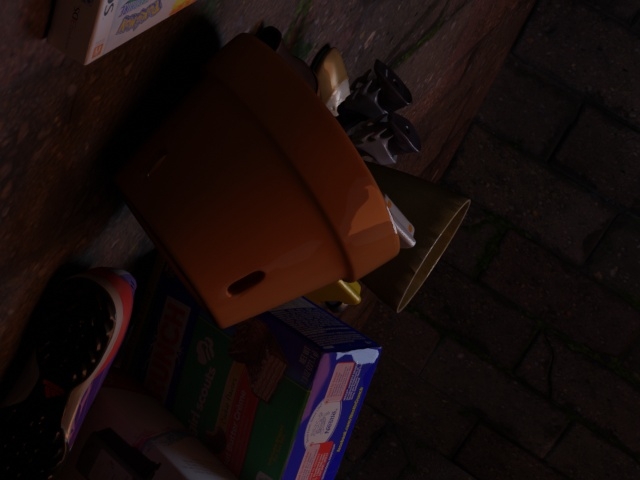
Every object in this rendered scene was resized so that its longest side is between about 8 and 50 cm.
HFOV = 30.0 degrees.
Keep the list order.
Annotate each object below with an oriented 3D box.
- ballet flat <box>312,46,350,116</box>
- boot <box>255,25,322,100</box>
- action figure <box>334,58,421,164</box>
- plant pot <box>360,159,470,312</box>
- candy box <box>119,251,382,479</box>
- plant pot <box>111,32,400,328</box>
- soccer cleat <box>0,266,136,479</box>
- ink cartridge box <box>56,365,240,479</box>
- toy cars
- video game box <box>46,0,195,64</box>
[{"bbox_3d":[0.012,-0.189,1.765,0.080,0.073,0.232,-50,168,-36],"label":"ballet flat"},{"bbox_3d":[-0.100,-0.131,1.479,0.248,0.090,0.207,-54,157,-3],"label":"boot"},{"bbox_3d":[-0.004,-0.127,1.621,0.285,0.099,0.185,-26,-128,31],"label":"action figure"},{"bbox_3d":[0.098,-0.040,2.114,0.237,0.254,0.237,-53,169,-15],"label":"plant pot"},{"bbox_3d":[-0.109,0.184,1.521,0.122,0.317,0.268,3,111,-48],"label":"candy box"},{"bbox_3d":[-0.083,-0.045,1.267,0.203,0.291,0.291,-35,166,-9],"label":"plant pot"},{"bbox_3d":[-0.297,0.170,1.353,0.318,0.109,0.116,-62,173,16],"label":"soccer cleat"},{"bbox_3d":[-0.242,0.319,1.436,0.131,0.306,0.226,27,97,-52],"label":"ink cartridge box"},{"bbox_3d":[0.000,0.000,1.573,0.393,0.176,0.087,128,-17,-62],"label":"toy cars"},{"bbox_3d":[-0.128,-0.259,0.970,0.205,0.048,0.187,-45,167,-48],"label":"video game box"}]
